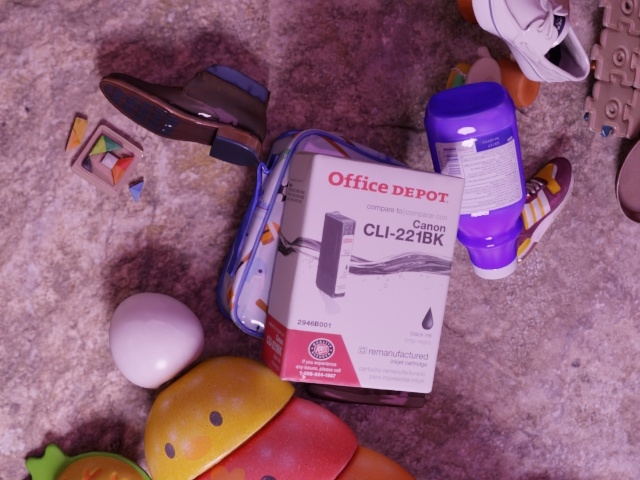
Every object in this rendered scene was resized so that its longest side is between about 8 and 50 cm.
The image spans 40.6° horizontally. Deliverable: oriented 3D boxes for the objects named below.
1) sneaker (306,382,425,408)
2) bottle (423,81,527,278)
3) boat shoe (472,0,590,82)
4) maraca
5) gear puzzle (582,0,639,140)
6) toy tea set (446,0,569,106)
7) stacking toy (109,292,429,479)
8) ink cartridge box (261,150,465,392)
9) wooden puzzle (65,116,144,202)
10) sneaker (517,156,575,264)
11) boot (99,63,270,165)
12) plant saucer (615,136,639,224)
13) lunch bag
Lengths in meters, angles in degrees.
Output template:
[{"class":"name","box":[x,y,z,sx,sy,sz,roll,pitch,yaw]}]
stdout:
[{"class":"sneaker","box":[0.066,0.201,1.248,0.189,0.066,0.071,11,75,-26]},{"class":"bottle","box":[0.218,-0.072,1.168,0.118,0.092,0.282,-11,127,10]},{"class":"boat shoe","box":[0.284,-0.286,1.126,0.258,0.084,0.095,24,86,-51]},{"class":"maraca","box":[-0.296,0.329,1.105,0.186,0.099,0.127,16,87,5]},{"class":"gear puzzle","box":[0.483,-0.325,1.345,0.176,0.044,0.338,5,95,-28]},{"class":"toy tea set","box":[0.229,-0.251,1.244,0.200,0.124,0.335,31,80,-50]},{"class":"stacking toy","box":[-0.111,0.273,1.097,0.351,0.350,0.480,-39,89,-12]},{"class":"ink cartridge box","box":[0.051,0.036,1.069,0.197,0.114,0.272,8,93,-16]},{"class":"wooden puzzle","box":[-0.273,-0.102,1.106,0.116,0.014,0.078,28,86,-21]},{"class":"sneaker","box":[0.309,-0.057,1.296,0.084,0.070,0.185,33,83,-25]},{"class":"boot","box":[-0.168,-0.185,1.119,0.219,0.082,0.106,25,65,-16]},{"class":"plant saucer","box":[0.530,-0.108,1.374,0.169,0.029,0.168,-11,118,-22]},{"class":"lunch bag","box":[0.000,0.000,1.168,0.243,0.115,0.303,20,90,-19]}]
